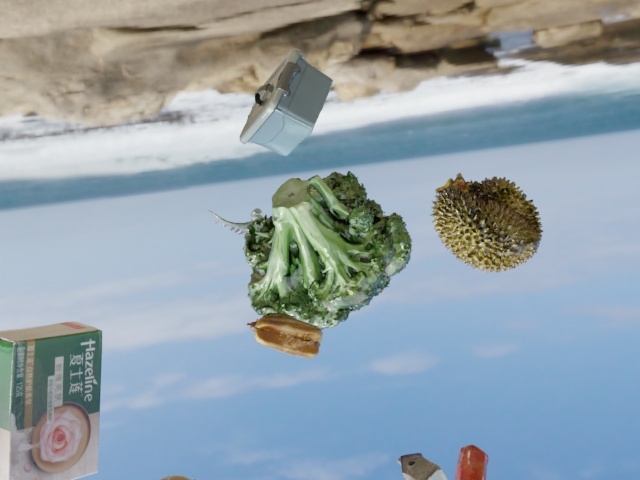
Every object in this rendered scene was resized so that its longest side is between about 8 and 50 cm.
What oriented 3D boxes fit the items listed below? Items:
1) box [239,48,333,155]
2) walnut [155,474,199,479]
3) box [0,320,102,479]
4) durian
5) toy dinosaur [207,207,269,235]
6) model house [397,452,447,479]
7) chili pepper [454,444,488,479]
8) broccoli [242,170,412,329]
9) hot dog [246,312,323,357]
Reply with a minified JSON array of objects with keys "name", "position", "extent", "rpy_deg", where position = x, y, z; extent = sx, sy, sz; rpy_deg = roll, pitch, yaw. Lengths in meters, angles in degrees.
[{"name":"box","position":[-0.078,-0.282,1.710],"extent":[0.130,0.162,0.227],"rpy_deg":[27,158,-15]},{"name":"walnut","position":[-0.355,0.710,1.906],"extent":[0.252,0.277,0.313],"rpy_deg":[5,-134,6]},{"name":"box","position":[-0.356,0.210,1.037],"extent":[0.081,0.199,0.135],"rpy_deg":[8,-173,37]},{"name":"durian","position":[0.429,-0.038,2.130],"extent":[0.293,0.258,0.258],"rpy_deg":[28,177,-11]},{"name":"toy dinosaur","position":[-0.127,-0.031,1.606],"extent":[0.209,0.039,0.082],"rpy_deg":[10,157,-28]},{"name":"model house","position":[0.170,0.439,1.454],"extent":[0.087,0.101,0.100],"rpy_deg":[-37,-148,-22]},{"name":"chili pepper","position":[0.311,0.486,1.677],"extent":[0.070,0.123,0.073],"rpy_deg":[-7,150,28]},{"name":"broccoli","position":[0.000,0.000,1.404],"extent":[0.307,0.275,0.308],"rpy_deg":[-15,-139,14]},{"name":"hot dog","position":[-0.051,0.137,1.193],"extent":[0.133,0.056,0.041],"rpy_deg":[21,172,-35]}]
